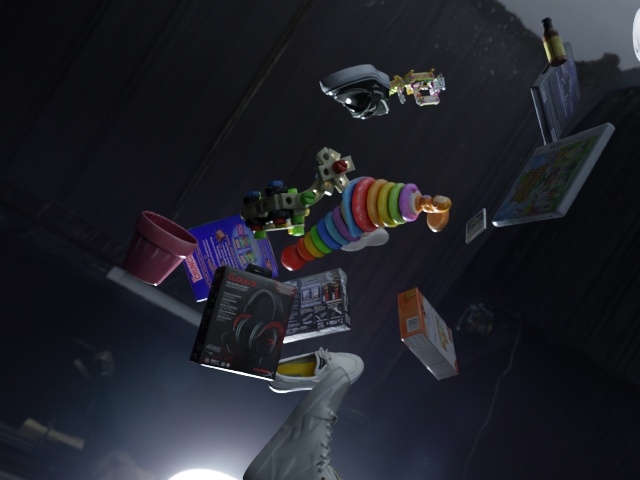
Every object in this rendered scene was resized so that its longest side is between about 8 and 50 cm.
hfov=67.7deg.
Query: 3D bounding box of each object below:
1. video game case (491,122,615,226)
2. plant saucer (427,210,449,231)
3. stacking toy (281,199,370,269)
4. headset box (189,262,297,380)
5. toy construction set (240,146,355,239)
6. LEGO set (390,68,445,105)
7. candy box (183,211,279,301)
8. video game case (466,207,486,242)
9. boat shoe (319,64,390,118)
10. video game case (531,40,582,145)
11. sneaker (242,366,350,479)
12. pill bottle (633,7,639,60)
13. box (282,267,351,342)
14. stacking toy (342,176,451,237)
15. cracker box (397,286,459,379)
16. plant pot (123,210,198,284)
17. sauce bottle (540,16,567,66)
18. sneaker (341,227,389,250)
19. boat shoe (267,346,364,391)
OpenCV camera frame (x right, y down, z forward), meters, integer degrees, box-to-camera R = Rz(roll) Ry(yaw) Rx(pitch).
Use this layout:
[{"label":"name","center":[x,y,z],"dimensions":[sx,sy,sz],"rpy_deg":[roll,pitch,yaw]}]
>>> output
[{"label":"video game case","center":[0.455,-0.124,0.951],"dimensions":[0.023,0.212,0.193],"rpy_deg":[37,168,-10]},{"label":"plant saucer","center":[0.334,-0.068,1.374],"dimensions":[0.015,0.083,0.083],"rpy_deg":[9,-165,-31]},{"label":"stacking toy","center":[0.000,0.000,1.590],"dimensions":[0.141,0.330,0.141],"rpy_deg":[43,-153,-29]},{"label":"headset box","center":[-0.204,0.211,1.305],"dimensions":[0.218,0.293,0.110],"rpy_deg":[21,162,-23]},{"label":"toy construction set","center":[-0.063,-0.088,1.124],"dimensions":[0.215,0.328,0.151],"rpy_deg":[-4,-110,-38]},{"label":"LEGO set","center":[0.264,-0.447,1.493],"dimensions":[0.132,0.287,0.107],"rpy_deg":[107,146,-81]},{"label":"candy box","center":[-0.345,0.048,1.783],"dimensions":[0.122,0.318,0.268],"rpy_deg":[-112,5,-84]},{"label":"video game case","center":[0.543,-0.052,1.665],"dimensions":[0.011,0.087,0.122],"rpy_deg":[35,-142,-9]},{"label":"boat shoe","center":[0.118,-0.387,1.269],"dimensions":[0.121,0.119,0.335],"rpy_deg":[-11,-173,34]},{"label":"video game case","center":[0.687,-0.421,1.376],"dimensions":[0.026,0.274,0.196],"rpy_deg":[3,134,45]},{"label":"sneaker","center":[0.004,0.411,0.948],"dimensions":[0.169,0.292,0.108],"rpy_deg":[33,165,27]},{"label":"pill bottle","center":[0.732,-0.424,0.930],"dimensions":[0.187,0.111,0.112],"rpy_deg":[-7,168,19]},{"label":"box","center":[-0.038,0.265,1.933],"dimensions":[0.076,0.308,0.242],"rpy_deg":[47,-147,-52]},{"label":"stacking toy","center":[0.224,-0.103,1.349],"dimensions":[0.302,0.165,0.175],"rpy_deg":[2,-161,39]},{"label":"cracker box","center":[0.302,0.263,1.336],"dimensions":[0.232,0.067,0.155],"rpy_deg":[48,-151,-33]},{"label":"plant pot","center":[-0.520,0.031,1.510],"dimensions":[0.201,0.180,0.201],"rpy_deg":[34,-177,-2]},{"label":"sauce bottle","center":[0.605,-0.518,1.242],"dimensions":[0.042,0.128,0.042],"rpy_deg":[-9,172,-1]},{"label":"sneaker","center":[0.153,-0.018,1.864],"dimensions":[0.213,0.080,0.094],"rpy_deg":[-4,-148,-10]},{"label":"boat shoe","center":[-0.003,0.448,1.714],"dimensions":[0.368,0.156,0.135],"rpy_deg":[0,-128,-16]}]
